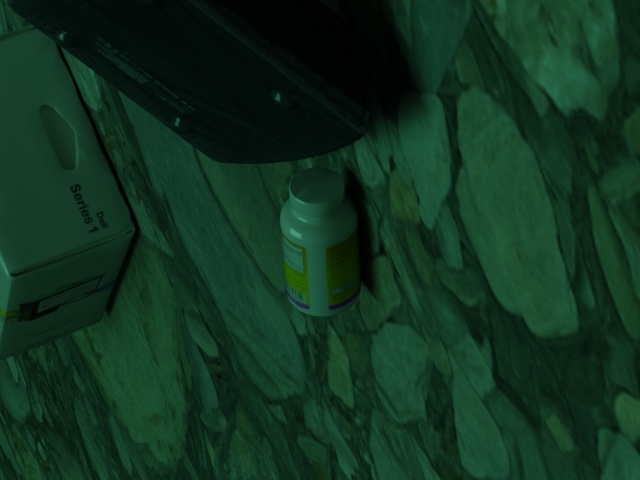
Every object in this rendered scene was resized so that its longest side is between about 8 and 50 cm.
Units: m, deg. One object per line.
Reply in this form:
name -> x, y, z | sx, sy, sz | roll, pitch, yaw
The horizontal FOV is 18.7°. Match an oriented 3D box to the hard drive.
hard drive -> -0.068, -0.109, 1.019 | 0.172, 0.054, 0.255 | 37, 168, -15

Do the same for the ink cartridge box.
ink cartridge box -> -0.265, -0.035, 1.700 | 0.201, 0.117, 0.278 | 65, 162, 11

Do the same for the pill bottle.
pill bottle -> 0.000, 0.000, 1.080 | 0.043, 0.043, 0.083 | 53, 156, 41
